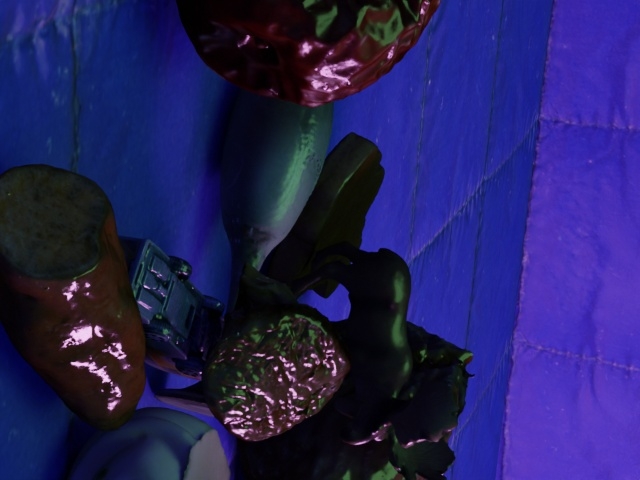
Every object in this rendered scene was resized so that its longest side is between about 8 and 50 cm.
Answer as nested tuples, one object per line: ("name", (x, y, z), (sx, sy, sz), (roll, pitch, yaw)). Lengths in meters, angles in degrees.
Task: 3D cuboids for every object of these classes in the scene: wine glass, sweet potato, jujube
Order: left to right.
("sweet potato", (-0.165, 0.053, 0.974), (0.251, 0.097, 0.097), (80, 26, -46))
("jujube", (-0.001, -0.223, 1.141), (0.232, 0.213, 0.213), (-64, 158, -23))
("wine glass", (0.016, 0.026, 1.302), (0.096, 0.264, 0.309), (156, -50, -68))

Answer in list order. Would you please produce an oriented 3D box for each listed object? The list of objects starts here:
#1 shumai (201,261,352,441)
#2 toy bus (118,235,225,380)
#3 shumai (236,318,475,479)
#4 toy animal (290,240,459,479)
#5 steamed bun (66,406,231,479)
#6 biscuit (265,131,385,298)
("shumai", (-0.043, 0.098, 1.174), (0.123, 0.139, 0.105), (-50, -153, 3))
("toy bus", (-0.129, 0.056, 1.121), (0.190, 0.075, 0.064), (61, 41, -64))
("shumai", (0.033, 0.255, 1.527), (0.346, 0.217, 0.283), (-50, 146, -64))
("toy animal", (0.052, 0.114, 1.340), (0.094, 0.186, 0.214), (-12, 110, -69))
("steamed bun", (-0.141, 0.217, 1.128), (0.183, 0.106, 0.182), (9, 90, -77))
("biscuit", (0.004, -0.007, 1.492), (0.183, 0.047, 0.320), (-53, 168, -5))
